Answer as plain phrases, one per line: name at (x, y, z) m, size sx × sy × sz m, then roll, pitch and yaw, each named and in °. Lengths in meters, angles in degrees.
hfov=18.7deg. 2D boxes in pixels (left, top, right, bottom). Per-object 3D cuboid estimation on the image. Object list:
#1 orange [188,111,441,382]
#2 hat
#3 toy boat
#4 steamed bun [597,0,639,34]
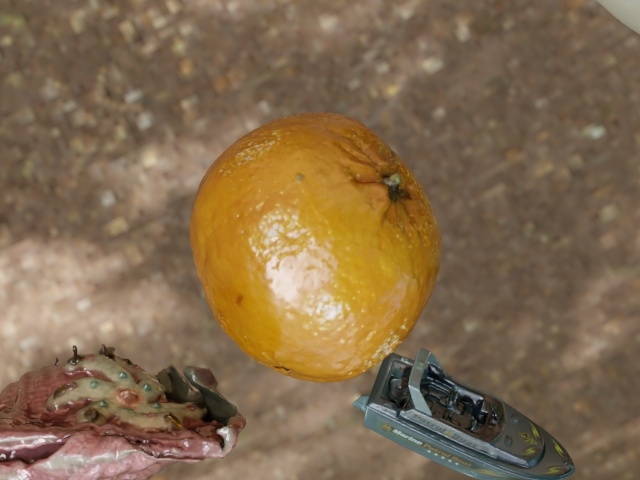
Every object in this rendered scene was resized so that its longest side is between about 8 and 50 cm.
orange at (0.000, 0.000, 1.352) m, size 0.161 × 0.193 × 0.193 m, roll -32°, pitch 159°, yaw 21°
hat at (-0.167, 0.127, 1.377) m, size 0.237 × 0.107 × 0.286 m, roll 3°, pitch 178°, yaw 3°
toy boat at (0.160, 0.198, 2.078) m, size 0.093 × 0.246 × 0.103 m, roll -66°, pitch -179°, yaw -48°
steamed bun at (0.352, -0.310, 1.545) m, size 0.374 × 0.374 × 0.241 m, roll -28°, pitch 167°, yaw 2°
